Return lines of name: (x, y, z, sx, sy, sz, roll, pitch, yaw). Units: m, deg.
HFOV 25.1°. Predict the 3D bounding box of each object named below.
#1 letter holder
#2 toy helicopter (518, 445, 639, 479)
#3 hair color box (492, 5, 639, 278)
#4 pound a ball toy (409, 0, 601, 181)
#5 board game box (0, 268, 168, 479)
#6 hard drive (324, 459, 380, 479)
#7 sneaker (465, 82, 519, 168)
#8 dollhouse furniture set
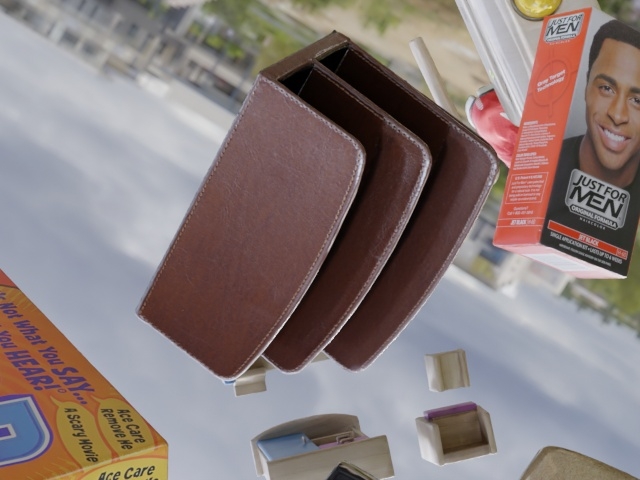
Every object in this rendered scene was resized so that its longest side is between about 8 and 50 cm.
letter holder: (0.000, 0.000, 1.339, 0.214, 0.302, 0.152, 38, -146, 10)
toy helicopter: (0.249, 0.231, 0.863, 0.355, 0.140, 0.235, 39, 165, -22)
hair color box: (0.152, -0.055, 0.828, 0.072, 0.141, 0.043, 19, 169, -31)
pound a ball toy: (0.195, -0.227, 1.545, 0.319, 0.208, 0.136, 65, 177, -12)
board game box: (-0.368, 0.274, 1.198, 0.357, 0.356, 0.356, -15, -148, -32)
hard drive: (0.068, 0.319, 1.242, 0.255, 0.172, 0.054, 36, 167, 20)
sneaker: (0.280, -0.095, 1.753, 0.279, 0.107, 0.118, 40, -154, -38)
dollhouse furniture set: (0.019, 0.116, 1.664, 0.286, 0.303, 0.198, -12, -177, -8)
